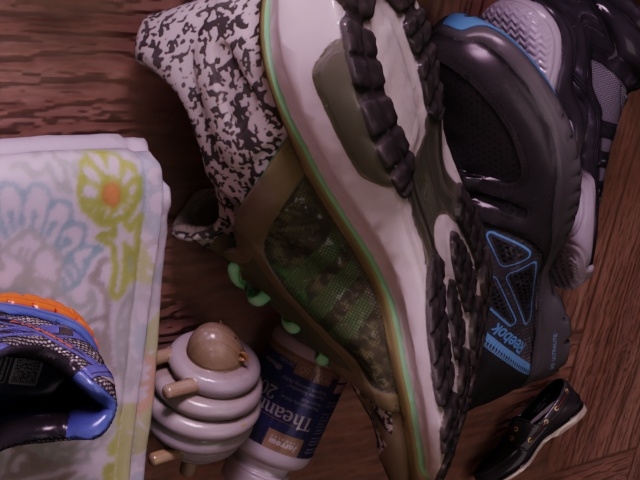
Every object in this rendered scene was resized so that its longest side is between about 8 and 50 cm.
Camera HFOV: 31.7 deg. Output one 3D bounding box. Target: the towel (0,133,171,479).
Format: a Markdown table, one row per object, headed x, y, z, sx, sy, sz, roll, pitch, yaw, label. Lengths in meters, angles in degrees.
| x | y | z | sx | sy | sz | roll | pitch | yaw | label |
| --- | --- | --- | --- | --- | --- | --- | --- | --- | --- |
| -0.258 | 0.104 | 0.616 | 0.375 | 0.090 | 0.320 | -9 | 113 | -38 | towel |

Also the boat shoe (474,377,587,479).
| x | y | z | sx | sy | sz | roll | pitch | yaw | label |
| --- | --- | --- | --- | --- | --- | --- | --- | --- | --- |
| 0.194 | 0.185 | 1.077 | 0.133 | 0.049 | 0.042 | -40 | 104 | -10 | boat shoe |

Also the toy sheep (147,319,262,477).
| x | y | z | sx | sy | sz | roll | pitch | yaw | label |
| --- | --- | --- | --- | --- | --- | --- | --- | --- | --- |
| -0.083 | 0.110 | 0.770 | 0.091 | 0.091 | 0.132 | -10 | 132 | -38 | toy sheep |

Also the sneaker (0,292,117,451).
| x | y | z | sx | sy | sz | roll | pitch | yaw | label |
| --- | --- | --- | --- | --- | --- | --- | --- | --- | --- |
| -0.191 | 0.063 | 0.533 | 0.221 | 0.087 | 0.083 | 1 | 107 | -41 | sneaker |

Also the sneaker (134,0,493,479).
| x | y | z | sx | sy | sz | roll | pitch | yaw | label |
| --- | --- | --- | --- | --- | --- | --- | --- | --- | --- |
| 0.000 | 0.000 | 0.737 | 0.158 | 0.182 | 0.410 | -56 | 138 | -51 | sneaker |

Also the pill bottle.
| x | y | z | sx | sy | sz | roll | pitch | yaw | label |
| --- | --- | --- | --- | --- | --- | --- | --- | --- | --- |
| -0.027 | 0.128 | 0.836 | 0.067 | 0.067 | 0.120 | 19 | 98 | -45 | pill bottle |

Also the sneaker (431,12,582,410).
| x | y | z | sx | sy | sz | roll | pitch | yaw | label |
| --- | --- | --- | --- | --- | --- | --- | --- | --- | --- |
| 0.112 | -0.001 | 0.853 | 0.140 | 0.125 | 0.340 | -27 | 125 | -22 | sneaker |

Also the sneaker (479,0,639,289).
| x | y | z | sx | sy | sz | roll | pitch | yaw | label |
| --- | --- | --- | --- | --- | --- | --- | --- | --- | --- |
| 0.218 | -0.092 | 0.910 | 0.153 | 0.101 | 0.268 | -32 | 127 | -22 | sneaker |
